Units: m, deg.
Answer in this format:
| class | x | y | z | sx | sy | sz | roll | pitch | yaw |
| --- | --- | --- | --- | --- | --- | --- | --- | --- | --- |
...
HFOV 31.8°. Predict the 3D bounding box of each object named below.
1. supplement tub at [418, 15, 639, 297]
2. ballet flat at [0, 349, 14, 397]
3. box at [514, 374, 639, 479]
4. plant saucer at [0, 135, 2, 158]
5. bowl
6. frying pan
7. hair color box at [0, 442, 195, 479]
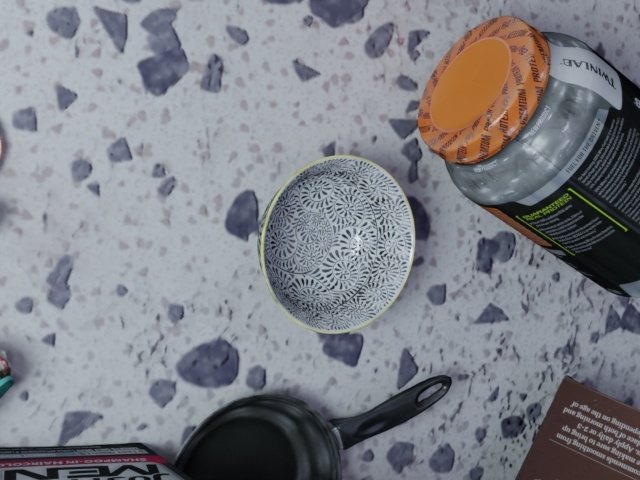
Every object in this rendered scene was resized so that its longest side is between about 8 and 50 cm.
| class | x | y | z | sx | sy | sz | roll | pitch | yaw |
| --- | --- | --- | --- | --- | --- | --- | --- | --- | --- |
| supplement tub | 0.263 | -0.085 | 1.164 | 0.316 | 0.193 | 0.194 | 30 | 81 | -31 |
| ballet flat | -0.351 | 0.173 | 0.912 | 0.077 | 0.091 | 0.241 | 39 | 70 | 2 |
| box | 0.279 | 0.364 | 1.217 | 0.381 | 0.191 | 0.143 | -62 | 153 | -9 |
| plant saucer | -0.307 | -0.078 | 0.930 | 0.083 | 0.013 | 0.084 | -4 | 99 | -29 |
| bowl | 0.000 | 0.000 | 1.085 | 0.170 | 0.080 | 0.170 | -5 | 99 | -31 |
| frying pan | -0.027 | 0.196 | 1.112 | 0.326 | 0.053 | 0.197 | -48 | 119 | -18 |
| hair color box | -0.155 | 0.256 | 0.855 | 0.185 | 0.374 | 0.114 | 4 | 95 | -31 |
